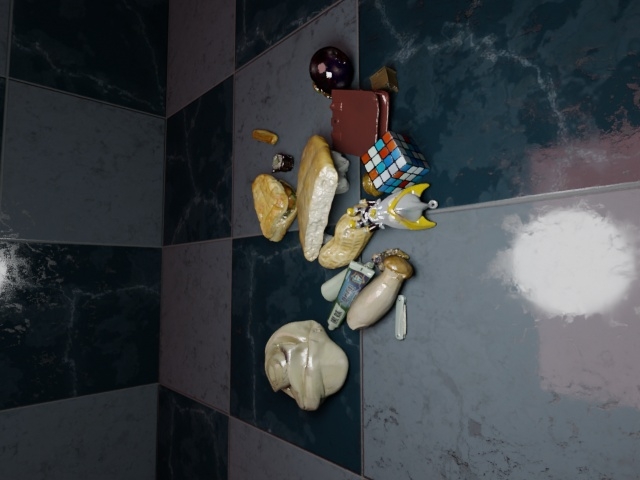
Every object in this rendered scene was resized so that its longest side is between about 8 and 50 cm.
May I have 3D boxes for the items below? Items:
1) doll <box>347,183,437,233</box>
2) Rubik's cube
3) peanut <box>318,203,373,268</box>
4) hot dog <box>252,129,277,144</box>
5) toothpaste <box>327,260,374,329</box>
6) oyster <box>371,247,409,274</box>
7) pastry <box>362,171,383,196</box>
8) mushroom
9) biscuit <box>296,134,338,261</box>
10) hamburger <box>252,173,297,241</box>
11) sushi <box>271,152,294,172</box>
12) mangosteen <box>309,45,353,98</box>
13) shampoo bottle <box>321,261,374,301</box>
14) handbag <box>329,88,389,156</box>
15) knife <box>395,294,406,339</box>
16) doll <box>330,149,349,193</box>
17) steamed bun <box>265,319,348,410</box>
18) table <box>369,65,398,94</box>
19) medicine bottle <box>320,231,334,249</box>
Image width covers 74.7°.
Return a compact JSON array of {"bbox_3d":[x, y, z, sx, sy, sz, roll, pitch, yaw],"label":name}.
[{"bbox_3d":[0.254,-0.107,1.490,0.315,0.103,0.146,-10,59,20],"label":"doll"},{"bbox_3d":[0.268,-0.274,1.502,0.154,0.151,0.155,-43,57,38],"label":"Rubik's cube"},{"bbox_3d":[0.106,-0.005,1.657,0.325,0.153,0.140,-51,50,23],"label":"peanut"},{"bbox_3d":[-0.287,-0.545,2.203,0.215,0.047,0.066,26,91,46],"label":"hot dog"},{"bbox_3d":[0.101,0.234,1.654,0.098,0.061,0.392,25,130,5],"label":"toothpaste"},{"bbox_3d":[0.259,0.075,1.558,0.148,0.051,0.103,-30,72,31],"label":"oyster"},{"bbox_3d":[0.207,-0.222,1.602,0.057,0.097,0.109,9,93,48],"label":"pastry"},{"bbox_3d":[0.212,0.200,1.535,0.128,0.128,0.350,53,127,36],"label":"mushroom"},{"bbox_3d":[-0.037,-0.218,1.733,0.430,0.103,0.447,104,162,-44],"label":"biscuit"},{"bbox_3d":[-0.195,-0.179,1.991,0.209,0.162,0.330,-31,62,39],"label":"hamburger"},{"bbox_3d":[-0.184,-0.374,2.050,0.094,0.084,0.098,12,100,44],"label":"sushi"},{"bbox_3d":[0.036,-0.700,1.775,0.230,0.194,0.194,136,126,-61],"label":"mangosteen"},{"bbox_3d":[0.113,0.157,1.683,0.262,0.085,0.085,-38,60,39],"label":"shampoo bottle"},{"bbox_3d":[0.148,-0.464,1.660,0.275,0.084,0.260,25,124,46],"label":"handbag"},{"bbox_3d":[0.294,0.279,1.522,0.044,0.023,0.162,0,87,49],"label":"knife"},{"bbox_3d":[0.070,-0.283,1.748,0.106,0.110,0.181,-1,79,16],"label":"doll"},{"bbox_3d":[-0.096,0.518,1.760,0.368,0.254,0.343,47,122,40],"label":"steamed bun"},{"bbox_3d":[0.247,-0.601,1.609,0.083,0.070,0.082,-25,70,45],"label":"table"},{"bbox_3d":[0.000,0.000,1.845,0.220,0.061,0.092,20,126,46],"label":"medicine bottle"}]
